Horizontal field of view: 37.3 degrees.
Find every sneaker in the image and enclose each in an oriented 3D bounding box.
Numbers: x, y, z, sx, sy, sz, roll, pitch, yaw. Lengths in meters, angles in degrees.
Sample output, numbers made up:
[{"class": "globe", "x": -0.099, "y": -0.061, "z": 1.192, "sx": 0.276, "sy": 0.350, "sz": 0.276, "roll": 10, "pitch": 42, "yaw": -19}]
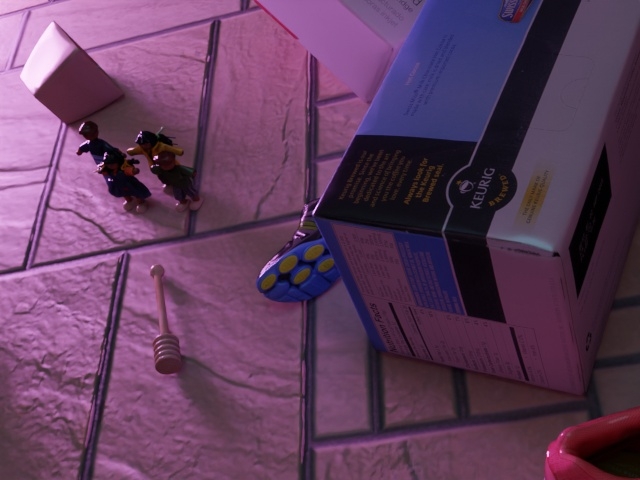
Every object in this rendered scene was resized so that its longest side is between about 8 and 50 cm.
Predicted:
[{"class": "sneaker", "x": 0.000, "y": 0.000, "z": 1.079, "sx": 0.188, "sy": 0.067, "sz": 0.078, "roll": -46, "pitch": 29, "yaw": -17}, {"class": "sneaker", "x": 0.325, "y": 0.179, "z": 0.735, "sx": 0.314, "sy": 0.136, "sz": 0.116, "roll": -11, "pitch": 49, "yaw": 13}]

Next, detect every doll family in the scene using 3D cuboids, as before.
[{"class": "doll family", "x": -0.236, "y": -0.098, "z": 1.213, "sx": 0.193, "sy": 0.111, "sz": 0.076, "roll": -3, "pitch": 50, "yaw": 20}]

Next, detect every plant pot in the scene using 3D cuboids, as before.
[{"class": "plant pot", "x": -0.375, "y": -0.238, "z": 1.399, "sx": 0.096, "sy": 0.109, "sz": 0.109, "roll": -43, "pitch": 48, "yaw": -1}]

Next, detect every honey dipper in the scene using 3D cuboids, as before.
[{"class": "honey dipper", "x": -0.181, "y": 0.084, "z": 1.093, "sx": 0.030, "sy": 0.030, "sz": 0.161, "roll": -20, "pitch": 43, "yaw": 4}]

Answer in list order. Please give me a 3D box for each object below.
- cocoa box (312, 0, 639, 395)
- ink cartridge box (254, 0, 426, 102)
[{"class": "cocoa box", "x": 0.183, "y": -0.067, "z": 0.937, "sx": 0.228, "sy": 0.231, "sz": 0.347, "roll": 9, "pitch": 55, "yaw": 28}, {"class": "ink cartridge box", "x": 0.101, "y": -0.419, "z": 1.243, "sx": 0.279, "sy": 0.160, "sz": 0.385, "roll": 42, "pitch": 71, "yaw": 6}]
